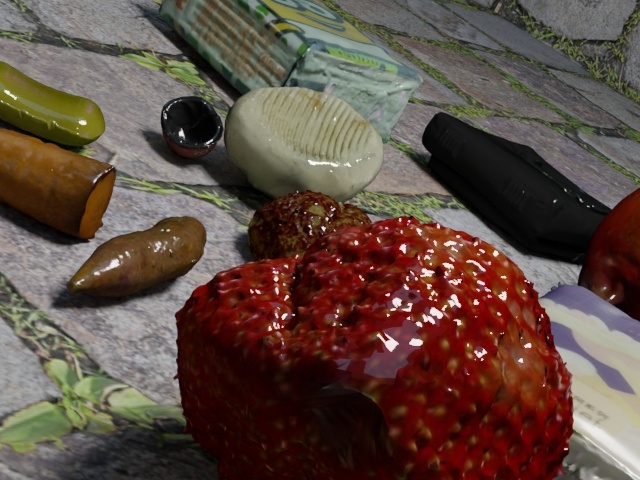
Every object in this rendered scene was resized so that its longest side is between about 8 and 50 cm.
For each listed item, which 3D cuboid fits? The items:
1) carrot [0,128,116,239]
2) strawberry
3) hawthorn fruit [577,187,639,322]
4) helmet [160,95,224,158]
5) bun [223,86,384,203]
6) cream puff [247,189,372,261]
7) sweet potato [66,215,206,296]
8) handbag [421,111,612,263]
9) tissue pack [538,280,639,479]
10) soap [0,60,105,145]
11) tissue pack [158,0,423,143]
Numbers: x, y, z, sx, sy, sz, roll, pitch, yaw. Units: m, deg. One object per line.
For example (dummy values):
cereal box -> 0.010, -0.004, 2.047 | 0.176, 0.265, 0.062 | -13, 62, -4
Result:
carrot -> -0.280, -0.064, 1.172 | 0.205, 0.072, 0.072 | 19, 20, -1
strawberry -> 0.038, 0.105, 0.876 | 0.288, 0.250, 0.238 | 43, 24, -85
hawthorn fruit -> 0.451, 0.042, 1.562 | 0.311, 0.295, 0.295 | 5, 18, 8
helmet -> -0.139, -0.112, 1.482 | 0.065, 0.049, 0.084 | -11, 51, -16
bun -> -0.021, -0.091, 1.504 | 0.183, 0.102, 0.183 | 11, 36, -8
cream puff -> 0.000, 0.000, 1.331 | 0.149, 0.084, 0.149 | 25, 18, -9
sweet potato -> -0.143, 0.014, 1.148 | 0.065, 0.051, 0.218 | -10, 7, 22
handbag -> 0.286, -0.066, 1.868 | 0.244, 0.088, 0.275 | 11, 21, -44
tissue pack -> 0.232, 0.159, 1.167 | 0.242, 0.125, 0.344 | 35, 21, 20
soap -> -0.280, -0.134, 1.358 | 0.140, 0.045, 0.089 | 23, 23, -15
tissue pack -> -0.047, -0.263, 1.862 | 0.228, 0.128, 0.311 | 9, 27, -45
